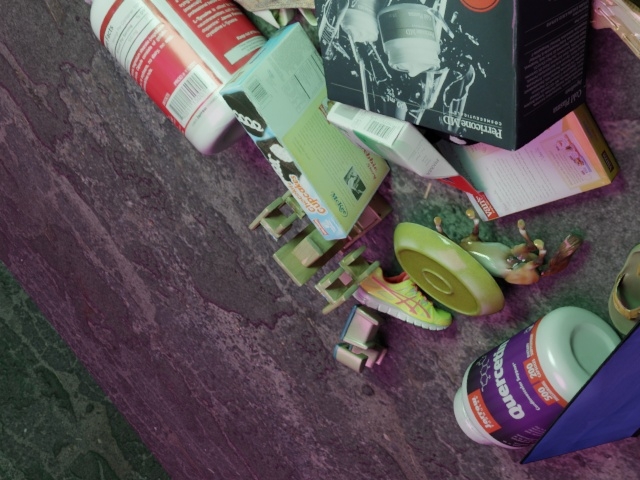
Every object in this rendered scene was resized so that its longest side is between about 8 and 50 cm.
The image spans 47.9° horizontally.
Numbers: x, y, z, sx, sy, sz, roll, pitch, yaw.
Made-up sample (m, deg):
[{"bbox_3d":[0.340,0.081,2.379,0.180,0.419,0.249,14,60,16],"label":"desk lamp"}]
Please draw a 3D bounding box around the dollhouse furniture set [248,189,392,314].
[{"bbox_3d":[0.000,0.000,1.363,0.212,0.242,0.161,49,141,0],"label":"dollhouse furniture set"}]

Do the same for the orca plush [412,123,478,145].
[{"bbox_3d":[0.152,-0.194,1.140,0.287,0.151,0.102,20,133,33],"label":"orca plush"}]

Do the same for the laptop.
[{"bbox_3d":[0.584,0.278,1.043,0.407,0.236,0.382,34,134,16],"label":"laptop"}]

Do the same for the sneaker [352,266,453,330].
[{"bbox_3d":[0.172,0.110,1.407,0.208,0.094,0.081,22,-178,-13],"label":"sneaker"}]

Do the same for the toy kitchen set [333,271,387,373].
[{"bbox_3d":[0.094,0.160,1.554,0.122,0.166,0.207,27,100,23],"label":"toy kitchen set"}]

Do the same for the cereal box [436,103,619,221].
[{"bbox_3d":[0.312,-0.136,1.120,0.240,0.047,0.173,-18,109,49],"label":"cereal box"}]

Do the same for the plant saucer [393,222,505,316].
[{"bbox_3d":[0.220,0.063,1.299,0.241,0.037,0.241,38,165,12],"label":"plant saucer"}]

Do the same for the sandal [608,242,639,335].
[{"bbox_3d":[0.494,0.085,1.135,0.072,0.049,0.180,22,134,28],"label":"sandal"}]

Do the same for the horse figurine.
[{"bbox_3d":[0.303,0.018,1.222,0.263,0.066,0.174,12,153,25],"label":"horse figurine"}]

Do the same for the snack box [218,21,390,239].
[{"bbox_3d":[-0.014,-0.180,1.224,0.060,0.187,0.322,-6,129,44],"label":"snack box"}]

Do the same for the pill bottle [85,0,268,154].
[{"bbox_3d":[-0.258,-0.374,1.303,0.408,0.229,0.229,49,141,0],"label":"pill bottle"}]

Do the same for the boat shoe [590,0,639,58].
[{"bbox_3d":[0.373,-0.294,0.924,0.170,0.063,0.059,43,135,5],"label":"boat shoe"}]

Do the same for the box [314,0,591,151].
[{"bbox_3d":[0.164,-0.326,0.954,0.343,0.179,0.313,25,137,41],"label":"box"}]

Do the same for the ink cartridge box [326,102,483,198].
[{"bbox_3d":[0.134,-0.132,1.156,0.224,0.056,0.181,40,177,-38],"label":"ink cartridge box"}]

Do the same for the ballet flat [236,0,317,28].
[{"bbox_3d":[-0.046,-0.404,1.191,0.315,0.108,0.106,14,143,35],"label":"ballet flat"}]

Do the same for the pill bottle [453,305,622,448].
[{"bbox_3d":[0.376,0.258,1.280,0.181,0.181,0.323,44,140,4],"label":"pill bottle"}]
